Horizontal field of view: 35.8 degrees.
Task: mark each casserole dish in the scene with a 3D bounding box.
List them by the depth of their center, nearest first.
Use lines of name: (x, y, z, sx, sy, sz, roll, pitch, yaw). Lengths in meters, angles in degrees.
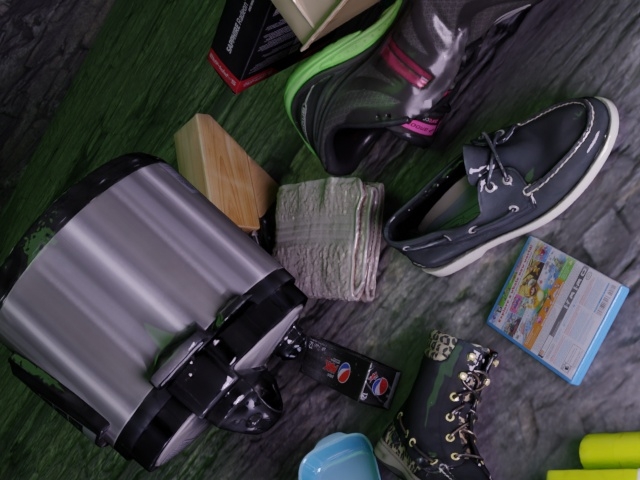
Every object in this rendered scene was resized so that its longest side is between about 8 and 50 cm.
casserole dish: (0.034, 0.335, 1.269, 0.114, 0.037, 0.188, -27, 46, 14)

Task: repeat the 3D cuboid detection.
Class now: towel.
towel: (0.000, 0.000, 1.525, 0.282, 0.049, 0.187, -3, 79, 58)

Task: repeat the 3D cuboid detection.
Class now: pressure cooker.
pressure cooker: (-0.222, 0.125, 1.443, 0.370, 0.420, 0.375, -43, -8, -49)

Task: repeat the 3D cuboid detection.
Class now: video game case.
video game case: (0.262, 0.075, 1.116, 0.119, 0.015, 0.166, -65, 31, 8)

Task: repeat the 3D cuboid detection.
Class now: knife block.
knife block: (-0.185, -0.049, 1.703, 0.088, 0.275, 0.242, -32, 17, 45)

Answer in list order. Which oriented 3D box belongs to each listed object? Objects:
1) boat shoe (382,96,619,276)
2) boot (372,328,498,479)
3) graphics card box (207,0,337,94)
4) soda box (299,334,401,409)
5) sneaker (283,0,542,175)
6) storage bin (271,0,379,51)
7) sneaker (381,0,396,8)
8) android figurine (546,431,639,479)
boat shoe: (0.202, -0.073, 1.205, 0.340, 0.113, 0.127, -36, 43, 43)
boot: (0.161, 0.207, 1.128, 0.236, 0.085, 0.178, 20, 87, 61)
graphics card box: (-0.036, -0.410, 1.589, 0.094, 0.233, 0.371, 52, 151, 9)
soda box: (0.038, 0.182, 1.372, 0.169, 0.053, 0.060, 15, 85, 60)
sneaker: (0.150, -0.241, 1.383, 0.483, 0.185, 0.202, -34, 70, 44)
storage bin: (0.074, -0.397, 1.288, 0.262, 0.123, 0.260, -35, 2, -21)
sneaker: (0.169, -0.465, 1.494, 0.302, 0.121, 0.108, -38, 42, 42)
android figurine: (0.279, 0.296, 0.909, 0.273, 0.056, 0.248, -22, 53, 53)
